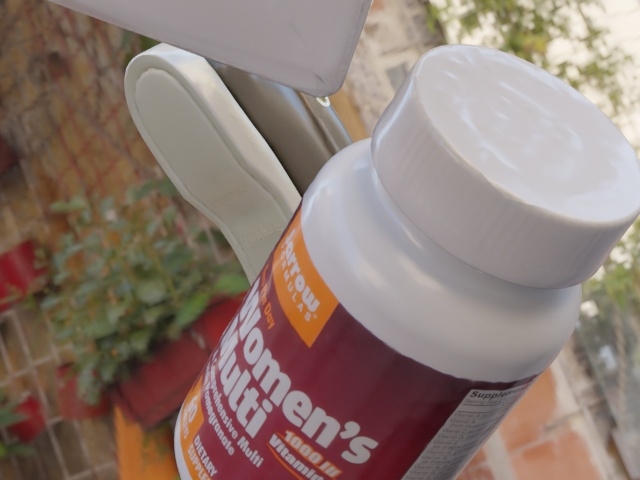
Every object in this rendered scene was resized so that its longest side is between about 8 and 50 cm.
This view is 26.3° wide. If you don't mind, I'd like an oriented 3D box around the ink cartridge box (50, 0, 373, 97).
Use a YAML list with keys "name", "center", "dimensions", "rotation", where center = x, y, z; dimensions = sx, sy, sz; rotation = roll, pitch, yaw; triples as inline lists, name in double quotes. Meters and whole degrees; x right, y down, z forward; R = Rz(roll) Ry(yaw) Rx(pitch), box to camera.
- name: "ink cartridge box"
  center: [0.008, -0.222, 0.449]
  dimensions: [0.353, 0.119, 0.207]
  rotation: [-72, 0, -57]

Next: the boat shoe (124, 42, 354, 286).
- name: "boat shoe"
  center: [0.003, -0.001, 0.825]
  dimensions: [0.091, 0.305, 0.109]
  rotation: [-41, 16, -34]

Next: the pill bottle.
- name: "pill bottle"
  center: [0.031, 0.034, 0.570]
  dimensions: [0.121, 0.121, 0.221]
  rotation: [-13, -36, -43]
